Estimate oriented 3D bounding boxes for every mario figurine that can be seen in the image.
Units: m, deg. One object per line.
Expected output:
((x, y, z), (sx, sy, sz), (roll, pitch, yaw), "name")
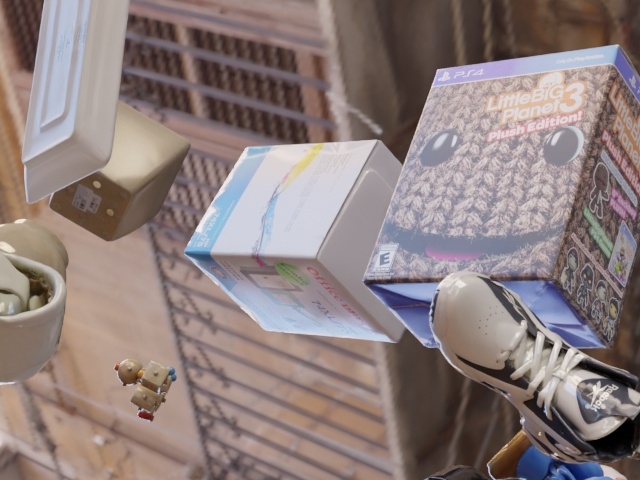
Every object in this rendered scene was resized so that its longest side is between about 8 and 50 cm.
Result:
((0.343, 0.379, 1.691), (0.198, 0.320, 0.170), (-38, -17, -11), "mario figurine")

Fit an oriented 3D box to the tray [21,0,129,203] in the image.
((-0.235, -0.179, 1.279), (0.030, 0.145, 0.270), (20, -117, -38), "tray")

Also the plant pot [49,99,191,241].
((-0.211, -0.064, 1.354), (0.109, 0.109, 0.096), (-59, 2, 38), "plant pot")

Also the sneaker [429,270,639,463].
((0.208, 0.118, 1.188), (0.094, 0.153, 0.235), (-44, -68, -22), "sneaker")

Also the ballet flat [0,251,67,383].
((-0.392, 0.004, 1.112), (0.400, 0.139, 0.139), (22, -94, -24), "ballet flat")

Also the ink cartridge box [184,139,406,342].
((0.000, 0.000, 1.838), (0.198, 0.270, 0.197), (46, -119, -33), "ink cartridge box")

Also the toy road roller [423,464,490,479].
((0.100, 0.419, 1.454), (0.202, 0.240, 0.330), (-18, -102, -45), "toy road roller")

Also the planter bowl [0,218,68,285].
((-0.400, 0.041, 1.777), (0.109, 0.162, 0.162), (-57, -35, -44), "planter bowl")

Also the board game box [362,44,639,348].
((0.213, -0.042, 1.444), (0.141, 0.232, 0.291), (46, -126, -40), "board game box")

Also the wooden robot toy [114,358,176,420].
((-0.241, 0.189, 1.778), (0.076, 0.079, 0.173), (-63, -1, -12), "wooden robot toy")
